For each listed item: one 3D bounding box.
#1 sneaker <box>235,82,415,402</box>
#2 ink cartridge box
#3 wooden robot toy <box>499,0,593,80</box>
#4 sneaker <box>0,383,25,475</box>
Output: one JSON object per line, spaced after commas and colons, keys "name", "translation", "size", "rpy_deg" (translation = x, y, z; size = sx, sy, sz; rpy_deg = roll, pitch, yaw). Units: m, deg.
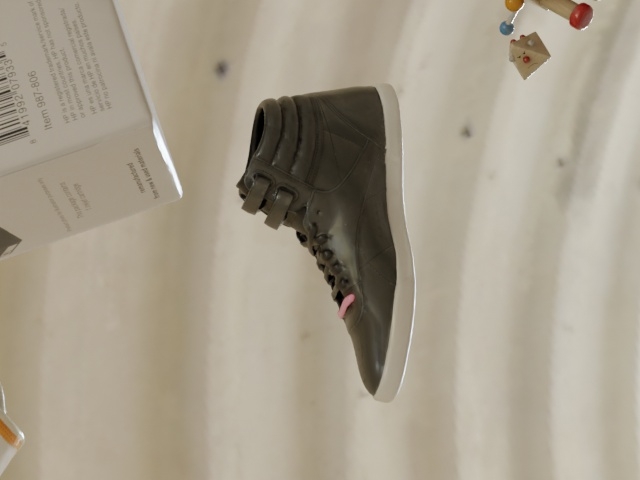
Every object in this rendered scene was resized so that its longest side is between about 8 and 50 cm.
{"name": "sneaker", "translation": [0.000, 0.000, 1.407], "size": [0.147, 0.104, 0.295], "rpy_deg": [0, -109, -13]}
{"name": "ink cartridge box", "translation": [-0.357, -0.123, 1.421], "size": [0.166, 0.395, 0.285], "rpy_deg": [77, 173, -67]}
{"name": "wooden robot toy", "translation": [0.173, -0.212, 1.227], "size": [0.079, 0.076, 0.173], "rpy_deg": [18, -78, -48]}
{"name": "sneaker", "translation": [-0.278, 0.081, 0.996], "size": [0.127, 0.321, 0.126], "rpy_deg": [-40, -47, -8]}
